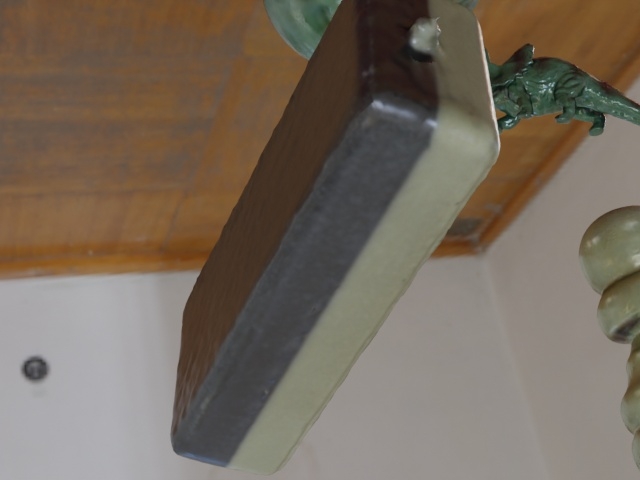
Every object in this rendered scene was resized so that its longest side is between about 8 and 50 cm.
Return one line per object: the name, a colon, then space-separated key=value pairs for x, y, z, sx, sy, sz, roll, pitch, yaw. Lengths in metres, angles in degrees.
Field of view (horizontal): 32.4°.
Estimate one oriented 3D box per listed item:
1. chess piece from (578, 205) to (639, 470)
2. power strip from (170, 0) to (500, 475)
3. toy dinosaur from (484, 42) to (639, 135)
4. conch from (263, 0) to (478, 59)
chess piece: x=0.316 y=0.080 z=1.018 sx=0.133 sy=0.243 sz=0.133 roll=-11 pitch=152 yaw=-6
power strip: x=0.000 y=0.000 z=0.518 sx=0.070 sy=0.105 sz=0.257 roll=16 pitch=132 yaw=-16
toy dinosaur: x=0.303 y=-0.168 z=1.380 sx=0.292 sy=0.120 sz=0.079 roll=26 pitch=162 yaw=16
conch: x=0.032 y=-0.185 z=0.694 sx=0.175 sy=0.122 sz=0.188 roll=16 pitch=158 yaw=-37
